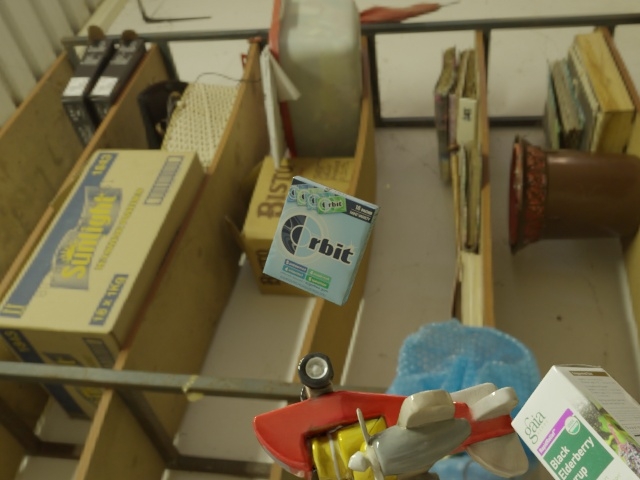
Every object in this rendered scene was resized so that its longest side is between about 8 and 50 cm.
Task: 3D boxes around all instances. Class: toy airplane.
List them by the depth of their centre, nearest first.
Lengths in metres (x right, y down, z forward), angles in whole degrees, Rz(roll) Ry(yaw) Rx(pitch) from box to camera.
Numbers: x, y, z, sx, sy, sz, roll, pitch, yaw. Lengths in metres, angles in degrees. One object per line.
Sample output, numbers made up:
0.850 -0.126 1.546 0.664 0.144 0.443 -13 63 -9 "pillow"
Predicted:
0.133 0.341 1.012 0.386 0.384 0.272 33 -130 -33 "toy airplane"

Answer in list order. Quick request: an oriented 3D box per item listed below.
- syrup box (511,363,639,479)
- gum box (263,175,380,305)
0.314 0.240 0.653 0.237 0.096 0.093 54 126 47 "syrup box"
0.000 0.000 1.135 0.041 0.157 0.184 -29 -40 -71 "gum box"
